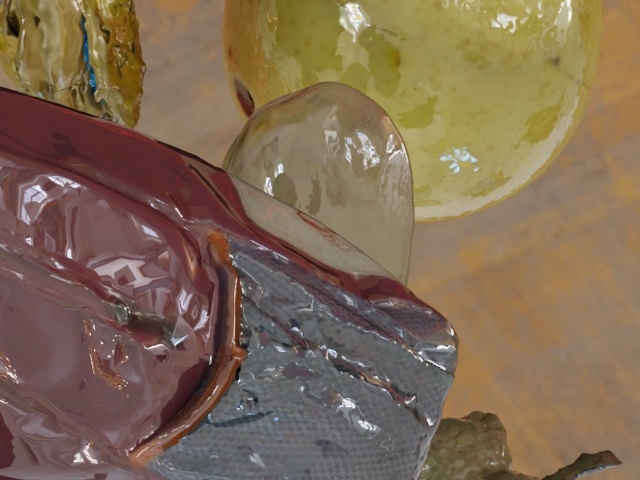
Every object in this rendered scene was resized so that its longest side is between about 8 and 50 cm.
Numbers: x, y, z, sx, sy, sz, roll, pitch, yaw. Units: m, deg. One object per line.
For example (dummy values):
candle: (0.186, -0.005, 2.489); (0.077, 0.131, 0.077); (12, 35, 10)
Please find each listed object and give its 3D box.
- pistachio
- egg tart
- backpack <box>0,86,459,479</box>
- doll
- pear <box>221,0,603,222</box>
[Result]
pistachio: (0.000, 0.000, 1.214); (0.131, 0.129, 0.206); (-2, 102, 25)
egg tart: (-0.199, -0.194, 1.382); (0.107, 0.291, 0.291); (-5, 133, 3)
backpack: (-0.134, 0.037, 0.841); (0.317, 0.197, 0.283); (22, 167, -29)
doll: (0.137, 0.192, 1.245); (0.286, 0.203, 0.091); (-4, 127, 43)
pear: (0.079, -0.178, 1.629); (0.348, 0.348, 0.348); (1, 134, 1)
